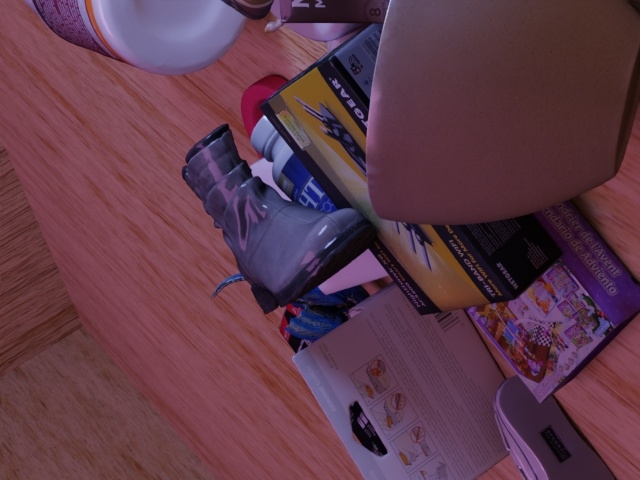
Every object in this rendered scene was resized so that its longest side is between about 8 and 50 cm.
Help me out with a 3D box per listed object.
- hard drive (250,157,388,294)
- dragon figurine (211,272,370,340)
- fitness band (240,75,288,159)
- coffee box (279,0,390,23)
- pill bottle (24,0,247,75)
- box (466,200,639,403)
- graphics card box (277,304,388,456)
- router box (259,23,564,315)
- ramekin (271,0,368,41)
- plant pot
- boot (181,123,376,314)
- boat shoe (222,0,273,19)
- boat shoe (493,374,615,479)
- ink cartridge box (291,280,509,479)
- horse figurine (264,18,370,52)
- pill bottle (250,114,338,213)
[{"bbox_3d":[0.044,-0.050,1.903,0.210,0.040,0.319,60,149,-6],"label":"hard drive"},{"bbox_3d":[-0.008,0.087,2.119,0.144,0.289,0.085,-100,18,-57],"label":"dragon figurine"},{"bbox_3d":[-0.018,-0.100,2.082,0.290,0.054,0.209,59,164,-2],"label":"fitness band"},{"bbox_3d":[0.034,-0.323,1.302,0.141,0.098,0.246,4,114,16],"label":"coffee box"},{"bbox_3d":[-0.273,-0.364,2.023,0.392,0.224,0.224,26,144,56],"label":"pill bottle"},{"bbox_3d":[0.242,0.051,1.646,0.201,0.057,0.293,52,161,13],"label":"box"},{"bbox_3d":[0.083,0.226,2.280,0.371,0.094,0.233,54,161,14],"label":"graphics card box"},{"bbox_3d":[0.088,-0.068,1.563,0.309,0.081,0.243,52,161,-6],"label":"router box"},{"bbox_3d":[-0.001,-0.340,1.507,0.277,0.135,0.277,48,159,25],"label":"ramekin"},{"bbox_3d":[0.173,-0.137,1.259,0.191,0.284,0.284,13,145,15],"label":"plant pot"},{"bbox_3d":[-0.071,-0.038,1.697,0.222,0.118,0.338,57,157,-1],"label":"boot"},{"bbox_3d":[-0.126,-0.316,1.525,0.223,0.080,0.073,49,155,12],"label":"boat shoe"},{"bbox_3d":[0.302,0.289,1.852,0.084,0.095,0.258,107,139,-72],"label":"boat shoe"},{"bbox_3d":[0.117,0.203,1.921,0.275,0.239,0.060,59,162,-5],"label":"ink cartridge box"},{"bbox_3d":[0.013,-0.231,1.686,0.174,0.066,0.263,-16,97,28],"label":"horse figurine"},{"bbox_3d":[0.007,-0.084,1.773,0.187,0.112,0.112,44,158,19],"label":"pill bottle"}]
